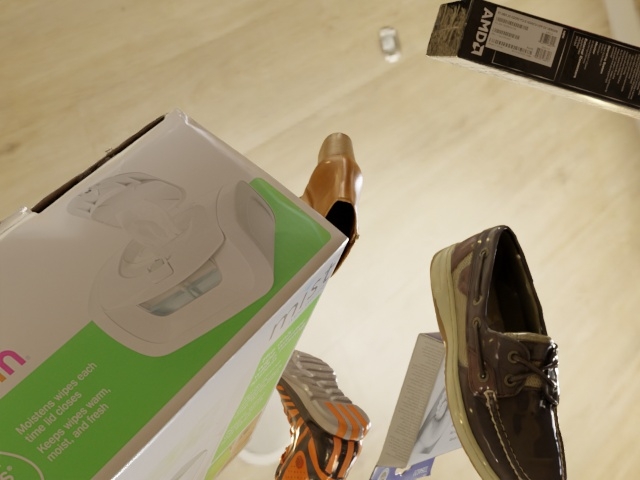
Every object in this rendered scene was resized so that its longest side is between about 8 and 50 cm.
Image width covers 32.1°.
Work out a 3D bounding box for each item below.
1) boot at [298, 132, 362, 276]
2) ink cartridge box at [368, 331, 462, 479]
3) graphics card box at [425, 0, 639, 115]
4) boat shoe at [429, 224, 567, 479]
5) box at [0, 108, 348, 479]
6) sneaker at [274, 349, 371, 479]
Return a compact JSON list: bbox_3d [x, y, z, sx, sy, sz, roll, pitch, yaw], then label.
[{"bbox_3d":[0.001,0.000,1.707,0.211,0.104,0.295,-87,8,-52],"label":"boot"},{"bbox_3d":[0.149,0.223,1.422,0.223,0.045,0.223,3,-73,-62],"label":"ink cartridge box"},{"bbox_3d":[0.356,-0.259,1.633,0.371,0.233,0.094,14,-81,-7],"label":"graphics card box"},{"bbox_3d":[0.178,0.112,1.054,0.103,0.092,0.285,13,-129,-32],"label":"boat shoe"},{"bbox_3d":[-0.133,0.097,0.575,0.127,0.231,0.262,38,-130,10],"label":"box"},{"bbox_3d":[-0.036,0.308,1.855,0.125,0.321,0.180,13,-74,-24],"label":"sneaker"}]
